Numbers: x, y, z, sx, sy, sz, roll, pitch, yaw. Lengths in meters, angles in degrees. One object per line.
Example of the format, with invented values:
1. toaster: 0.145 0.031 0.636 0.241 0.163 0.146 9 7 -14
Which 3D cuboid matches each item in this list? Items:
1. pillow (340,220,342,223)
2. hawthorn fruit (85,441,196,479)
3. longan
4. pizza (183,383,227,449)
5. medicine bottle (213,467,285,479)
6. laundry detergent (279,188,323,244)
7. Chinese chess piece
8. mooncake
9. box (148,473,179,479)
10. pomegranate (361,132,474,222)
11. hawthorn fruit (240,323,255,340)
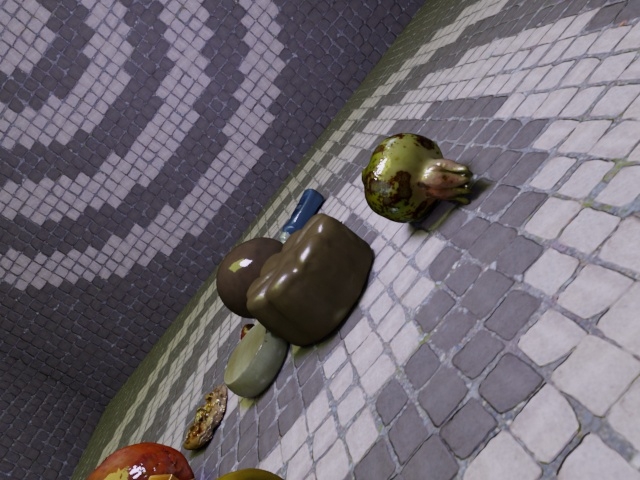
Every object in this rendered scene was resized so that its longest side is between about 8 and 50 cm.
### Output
1. pillow: 0.000 0.000 1.521 0.141 0.055 0.208 -45 -6 25
2. hawthorn fruit: -0.435 0.647 1.132 0.307 0.276 0.276 -31 23 18
3. longan: -0.217 0.136 1.541 0.297 0.297 0.297 -47 18 19
4. pizza: -0.363 0.558 1.415 0.147 0.069 0.226 -28 29 59
5. medicine bottle: -0.203 0.542 0.738 0.384 0.224 0.224 -41 20 35
6. laundry detergent: -0.100 -0.097 2.000 0.290 0.094 0.143 -58 21 -18
7. Chinese chess piece: -0.190 0.353 1.325 0.238 0.092 0.238 -48 16 19
8. mooncake: -0.040 0.099 1.258 0.378 0.200 0.378 -46 18 19
9. box: -0.341 0.668 0.925 0.076 0.174 0.274 -18 31 24
10. pomegranate: 0.219 -0.154 1.059 0.276 0.203 0.222 -175 103 -73
11. hawthorn fruit: -0.248 0.332 1.563 0.077 0.077 0.077 -47 18 19
